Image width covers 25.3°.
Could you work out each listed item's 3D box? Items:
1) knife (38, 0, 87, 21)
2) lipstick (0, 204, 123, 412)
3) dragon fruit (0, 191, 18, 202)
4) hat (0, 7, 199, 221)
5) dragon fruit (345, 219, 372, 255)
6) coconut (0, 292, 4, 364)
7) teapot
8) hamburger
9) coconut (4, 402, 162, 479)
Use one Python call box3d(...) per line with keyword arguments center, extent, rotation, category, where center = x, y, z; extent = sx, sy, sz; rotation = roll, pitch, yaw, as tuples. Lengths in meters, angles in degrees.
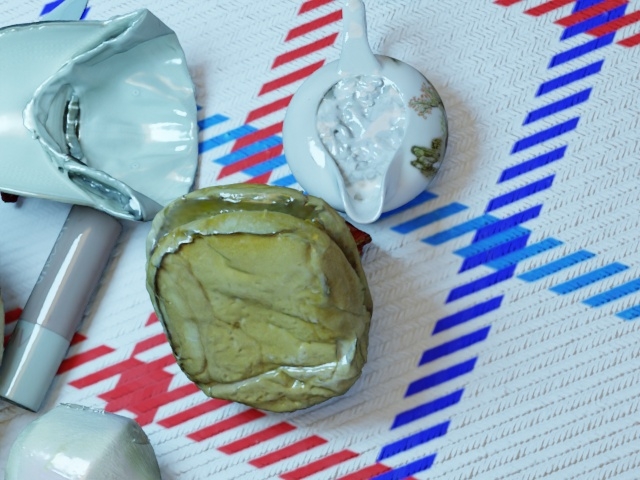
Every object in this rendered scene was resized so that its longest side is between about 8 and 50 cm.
box3d(center=(-0.409, -0.247, 1.905), extent=(0.260, 0.035, 0.063), rotation=(-35, 69, -7), category="knife")
box3d(center=(-0.327, 0.082, 1.758), extent=(0.070, 0.070, 0.254), rotation=(19, 75, 14), category="lipstick")
box3d(center=(-0.405, -0.115, 1.842), extent=(0.063, 0.097, 0.131), rotation=(6, 92, 14), category="dragon fruit")
box3d(center=(-0.304, -0.142, 1.766), extent=(0.301, 0.168, 0.258), rotation=(1, 83, -2), category="hat")
box3d(center=(0.000, 0.000, 1.717), extent=(0.106, 0.162, 0.083), rotation=(28, 87, -17), category="dragon fruit")
box3d(center=(-0.559, 0.089, 1.651), extent=(0.344, 0.415, 0.416), rotation=(-11, 69, 22), category="coconut")
box3d(center=(0.051, -0.145, 1.743), extent=(0.204, 0.139, 0.298), rotation=(-11, 71, 7), category="teapot")
box3d(center=(-0.069, 0.066, 1.623), extent=(0.259, 0.283, 0.145), rotation=(0, 32, 10), category="hamburger")
box3d(center=(-0.261, 0.273, 1.638), extent=(0.182, 0.171, 0.171), rotation=(12, 74, 15), category="coconut")
